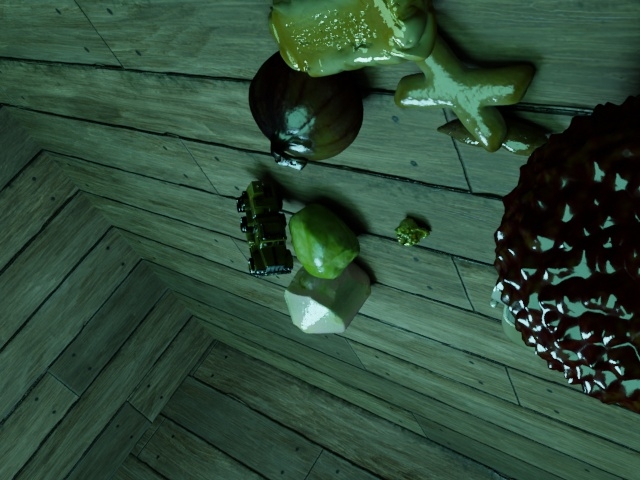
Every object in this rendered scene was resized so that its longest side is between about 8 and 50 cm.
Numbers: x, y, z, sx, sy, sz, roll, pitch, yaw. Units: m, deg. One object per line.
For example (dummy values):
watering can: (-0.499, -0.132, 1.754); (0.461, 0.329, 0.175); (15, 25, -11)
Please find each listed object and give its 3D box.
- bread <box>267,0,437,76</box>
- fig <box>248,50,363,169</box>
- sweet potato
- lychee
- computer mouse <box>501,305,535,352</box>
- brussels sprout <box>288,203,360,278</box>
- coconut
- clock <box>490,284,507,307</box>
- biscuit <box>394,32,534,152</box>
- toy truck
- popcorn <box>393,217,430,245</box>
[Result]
bread: (0.044, -0.367, 1.125); (0.311, 0.121, 0.173); (6, 133, 45)
fig: (-0.033, -0.264, 1.347); (0.235, 0.214, 0.235); (54, 162, 27)
sweet potato: (0.299, -0.189, 1.207); (0.218, 0.051, 0.065); (19, 137, 36)
lychee: (0.446, 0.037, 0.947); (0.424, 0.424, 0.500); (25, 132, 24)
computer mouse: (0.499, 0.197, 1.622); (0.145, 0.082, 0.236); (26, 156, 24)
brussels sprout: (0.000, 0.000, 1.835); (0.223, 0.161, 0.223); (37, 159, 17)
coconut: (0.008, 0.162, 2.022); (0.233, 0.245, 0.233); (32, 156, 16)
clock: (0.409, 0.067, 1.404); (0.063, 0.156, 0.229); (27, 158, 20)
biscuit: (0.228, -0.250, 1.140); (0.207, 0.047, 0.164); (30, 136, 16)
toy truck: (-0.145, -0.032, 1.874); (0.127, 0.257, 0.127); (-5, 161, -17)
popcorn: (0.216, -0.020, 1.635); (0.083, 0.068, 0.059); (0, -172, 19)
